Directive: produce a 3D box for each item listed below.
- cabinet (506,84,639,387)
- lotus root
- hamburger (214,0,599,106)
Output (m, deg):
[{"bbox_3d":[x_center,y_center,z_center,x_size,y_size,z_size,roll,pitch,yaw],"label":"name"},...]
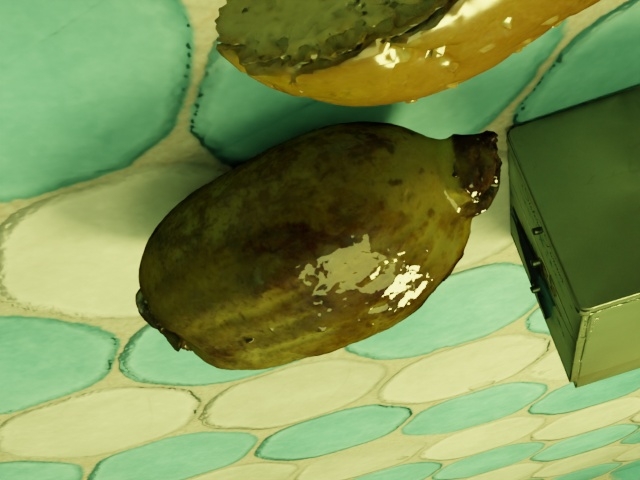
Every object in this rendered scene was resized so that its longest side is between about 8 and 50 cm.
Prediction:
[{"bbox_3d":[0.234,0.003,0.670,0.150,0.145,0.206,-18,154,4],"label":"cabinet"},{"bbox_3d":[0.000,0.000,0.561,0.260,0.129,0.145,-27,142,18],"label":"lotus root"},{"bbox_3d":[0.082,-0.135,0.346,0.262,0.124,0.131,-24,153,18],"label":"hamburger"}]
